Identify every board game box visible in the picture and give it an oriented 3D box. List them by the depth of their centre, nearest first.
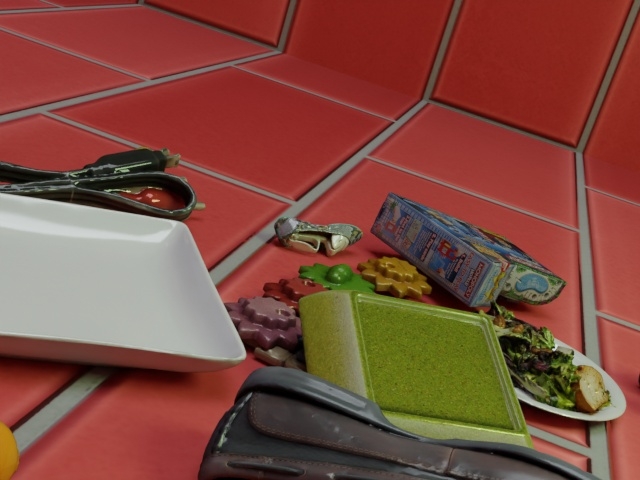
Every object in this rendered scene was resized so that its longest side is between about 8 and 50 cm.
[{"bbox_3d":[0.184,0.028,1.126,0.194,0.060,0.194,19,14,-26],"label":"board game box"}]

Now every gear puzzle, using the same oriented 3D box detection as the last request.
[{"bbox_3d":[0.043,0.063,0.950,0.175,0.044,0.339,24,20,19],"label":"gear puzzle"}]

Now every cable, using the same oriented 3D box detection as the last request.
[{"bbox_3d":[-0.253,-0.045,1.029,0.287,0.072,0.139,-14,51,-36],"label":"cable"}]

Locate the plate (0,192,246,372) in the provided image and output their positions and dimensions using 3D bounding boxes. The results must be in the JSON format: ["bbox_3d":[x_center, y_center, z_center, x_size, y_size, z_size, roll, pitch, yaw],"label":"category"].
[{"bbox_3d":[-0.225,0.034,0.799,0.277,0.045,0.278,10,20,-24],"label":"plate"}]

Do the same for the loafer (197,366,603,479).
[{"bbox_3d":[0.065,0.176,0.598,0.302,0.109,0.095,18,41,19],"label":"loafer"}]

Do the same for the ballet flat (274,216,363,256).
[{"bbox_3d":[0.000,0.000,1.116,0.114,0.041,0.041,8,21,-25],"label":"ballet flat"}]

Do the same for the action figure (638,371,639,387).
[{"bbox_3d":[0.486,0.163,0.984,0.284,0.099,0.185,16,13,-12],"label":"action figure"}]

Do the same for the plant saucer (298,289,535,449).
[{"bbox_3d":[0.084,0.111,0.764,0.188,0.045,0.188,12,37,-17],"label":"plant saucer"}]

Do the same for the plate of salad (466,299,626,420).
[{"bbox_3d":[0.212,0.113,0.944,0.199,0.048,0.200,17,19,-6],"label":"plate of salad"}]

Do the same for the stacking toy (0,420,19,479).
[{"bbox_3d":[-0.297,0.077,0.483,0.301,0.175,0.165,25,-22,-32],"label":"stacking toy"}]
